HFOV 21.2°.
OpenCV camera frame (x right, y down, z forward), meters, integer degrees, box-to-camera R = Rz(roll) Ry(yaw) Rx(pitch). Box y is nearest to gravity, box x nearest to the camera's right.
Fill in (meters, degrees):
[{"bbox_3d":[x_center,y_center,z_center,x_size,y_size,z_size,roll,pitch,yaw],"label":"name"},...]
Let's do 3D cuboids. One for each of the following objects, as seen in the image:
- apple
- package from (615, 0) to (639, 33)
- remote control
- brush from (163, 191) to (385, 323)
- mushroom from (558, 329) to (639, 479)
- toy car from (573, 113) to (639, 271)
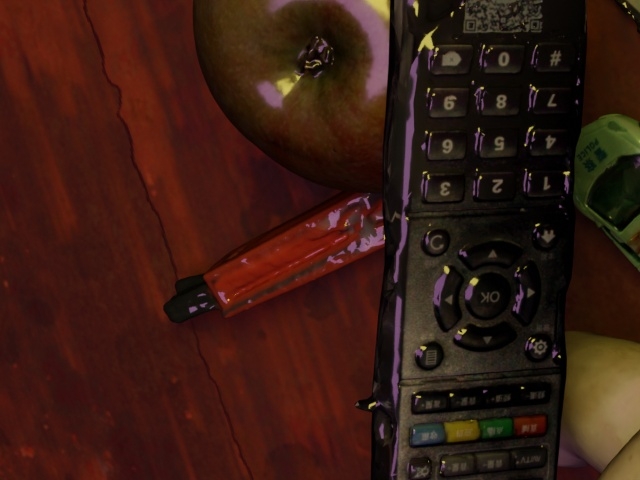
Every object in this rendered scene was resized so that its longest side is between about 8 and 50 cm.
[{"bbox_3d":[0.028,-0.151,1.225,0.257,0.234,0.256,11,119,20],"label":"apple"},{"bbox_3d":[0.208,-0.267,1.200,0.232,0.040,0.166,44,120,8],"label":"package"},{"bbox_3d":[0.095,0.001,1.112,0.145,0.062,0.398,-2,105,-17],"label":"remote control"},{"bbox_3d":[0.000,0.001,1.393,0.323,0.070,0.051,-27,97,32],"label":"brush"},{"bbox_3d":[0.294,0.201,1.176,0.356,0.315,0.315,-28,93,49],"label":"mushroom"},{"bbox_3d":[0.250,-0.010,1.259,0.186,0.058,0.093,47,123,4],"label":"toy car"}]
